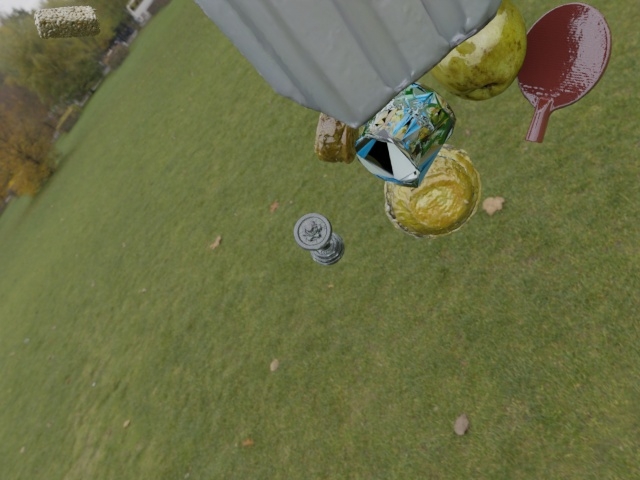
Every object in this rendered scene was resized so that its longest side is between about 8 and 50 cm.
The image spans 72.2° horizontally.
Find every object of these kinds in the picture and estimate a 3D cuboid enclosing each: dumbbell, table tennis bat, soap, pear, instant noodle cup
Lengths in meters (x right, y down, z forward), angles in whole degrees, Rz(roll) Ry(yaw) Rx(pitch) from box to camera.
[{"bbox_3d":[0.000,0.000,2.045,0.179,0.406,0.179,-4,73,14],"label":"dumbbell"},{"bbox_3d":[0.733,-0.513,1.376,0.268,0.051,0.414,30,125,38],"label":"table tennis bat"},{"bbox_3d":[-0.009,-0.392,0.605,0.350,0.435,0.213,-43,29,6],"label":"soap"},{"bbox_3d":[0.471,-0.574,1.326,0.304,0.304,0.304,-31,39,29],"label":"pear"},{"bbox_3d":[0.208,-0.267,1.143,0.240,0.240,0.178,5,56,52],"label":"instant noodle cup"}]

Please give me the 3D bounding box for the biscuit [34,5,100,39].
[{"bbox_3d":[-0.724,-0.622,1.261,0.070,0.169,0.082,57,148,20],"label":"biscuit"}]

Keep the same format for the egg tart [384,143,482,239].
[{"bbox_3d":[0.429,-0.173,1.654,0.388,0.388,0.169,-43,13,14],"label":"egg tart"}]

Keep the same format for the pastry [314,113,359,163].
[{"bbox_3d":[0.060,-0.392,1.567,0.132,0.235,0.240,4,27,12],"label":"pastry"}]
